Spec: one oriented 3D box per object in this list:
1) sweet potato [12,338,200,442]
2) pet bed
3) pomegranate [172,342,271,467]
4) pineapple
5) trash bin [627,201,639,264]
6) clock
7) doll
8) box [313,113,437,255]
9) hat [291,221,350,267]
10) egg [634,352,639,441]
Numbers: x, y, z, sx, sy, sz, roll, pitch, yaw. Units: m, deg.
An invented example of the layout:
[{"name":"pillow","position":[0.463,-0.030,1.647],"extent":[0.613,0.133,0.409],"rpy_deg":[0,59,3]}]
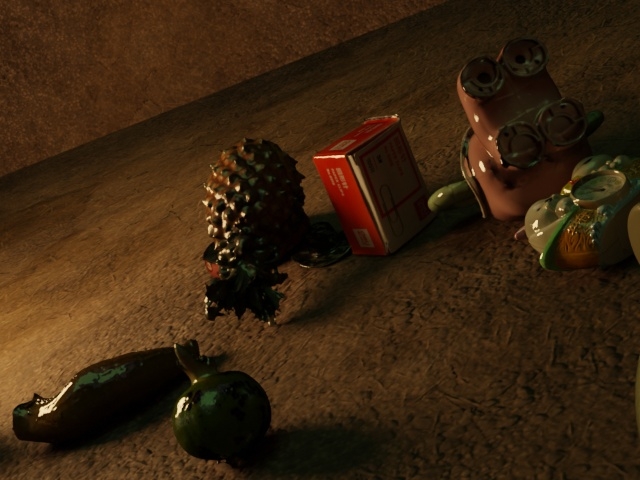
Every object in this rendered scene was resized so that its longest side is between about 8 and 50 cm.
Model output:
[{"name":"sweet potato","position":[-0.303,0.207,1.609],"extent":[0.285,0.085,0.112],"rpy_deg":[-29,15,-12]},{"name":"pet bed","position":[-0.113,0.003,1.959],"extent":[0.201,0.053,0.201],"rpy_deg":[-21,19,8]},{"name":"pomegranate","position":[-0.126,0.191,1.349],"extent":[0.122,0.161,0.122],"rpy_deg":[-27,-8,-4]},{"name":"pineapple","position":[-0.118,-0.008,1.765],"extent":[0.175,0.175,0.361],"rpy_deg":[-16,37,24]},{"name":"trash bin","position":[0.494,-0.023,1.204],"extent":[0.247,0.121,0.243],"rpy_deg":[-26,19,-9]},{"name":"clock","position":[0.348,-0.038,1.437],"extent":[0.231,0.103,0.144],"rpy_deg":[-36,31,-26]},{"name":"doll","position":[0.278,-0.137,1.603],"extent":[0.284,0.216,0.268],"rpy_deg":[-25,-9,-7]},{"name":"box","position":[0.088,-0.085,1.748],"extent":[0.133,0.182,0.099],"rpy_deg":[-35,22,-35]},{"name":"hat","position":[0.000,0.000,1.831],"extent":[0.121,0.050,0.121],"rpy_deg":[-25,19,9]},{"name":"egg","position":[0.344,0.133,0.834],"extent":[0.218,0.218,0.295],"rpy_deg":[-15,33,27]}]
